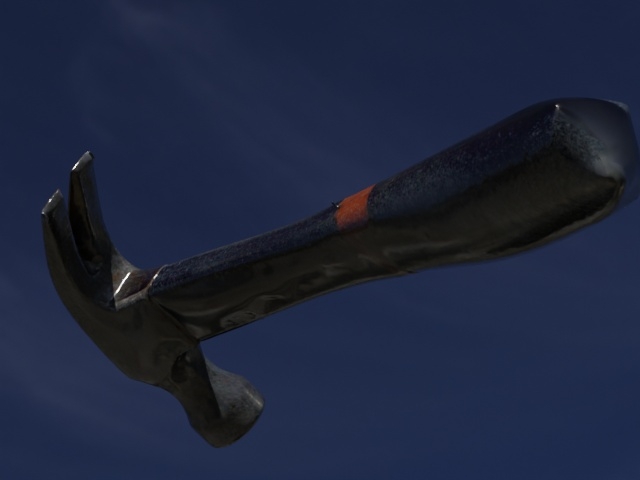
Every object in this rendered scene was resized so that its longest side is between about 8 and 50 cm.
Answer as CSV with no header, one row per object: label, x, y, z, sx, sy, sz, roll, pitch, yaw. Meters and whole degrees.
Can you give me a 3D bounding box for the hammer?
hammer,0.000,0.000,0.668,0.137,0.037,0.290,45,-38,-19
